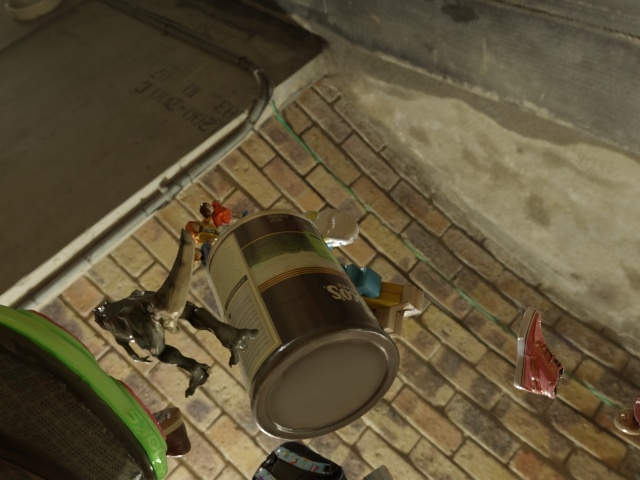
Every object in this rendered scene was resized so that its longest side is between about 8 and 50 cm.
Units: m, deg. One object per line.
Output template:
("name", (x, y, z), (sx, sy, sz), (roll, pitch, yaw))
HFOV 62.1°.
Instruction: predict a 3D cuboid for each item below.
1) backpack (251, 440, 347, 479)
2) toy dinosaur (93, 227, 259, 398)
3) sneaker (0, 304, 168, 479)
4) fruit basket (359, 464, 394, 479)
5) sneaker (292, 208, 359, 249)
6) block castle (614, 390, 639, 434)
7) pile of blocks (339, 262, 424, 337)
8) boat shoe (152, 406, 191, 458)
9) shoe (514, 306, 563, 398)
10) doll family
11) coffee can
("backpack", (-0.045, 0.496, 1.057), (0.173, 0.158, 0.117), (14, 138, 42))
("toy dinosaur", (-0.130, 0.077, 0.469), (0.118, 0.064, 0.268), (42, 144, -16))
("sneaker", (-0.346, 0.126, 0.344), (0.482, 0.202, 0.185), (16, 141, -13))
("fruit basket", (0.100, 0.711, 1.136), (0.165, 0.353, 0.327), (10, -138, -37))
("sneaker", (0.000, 0.000, 1.158), (0.240, 0.091, 0.126), (12, 137, 44))
("block castle", (0.550, 0.102, 0.688), (0.303, 0.453, 0.213), (35, 146, -18))
("pile of blocks", (0.002, 0.111, 0.971), (0.362, 0.113, 0.149), (5, 145, 13))
("boat shoe", (-0.432, 0.509, 1.342), (0.342, 0.123, 0.123), (-26, 96, 40))
("shoe", (0.429, 0.218, 1.028), (0.081, 0.063, 0.178), (12, 112, 36))
("doll family", (-0.272, 0.018, 1.380), (0.163, 0.118, 0.263), (13, -133, -37))
("coffee can", (-0.039, 0.109, 0.768), (0.275, 0.201, 0.202), (57, 176, 47))
